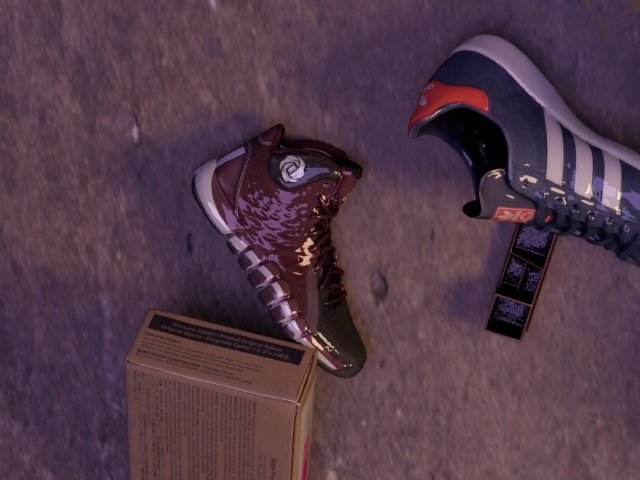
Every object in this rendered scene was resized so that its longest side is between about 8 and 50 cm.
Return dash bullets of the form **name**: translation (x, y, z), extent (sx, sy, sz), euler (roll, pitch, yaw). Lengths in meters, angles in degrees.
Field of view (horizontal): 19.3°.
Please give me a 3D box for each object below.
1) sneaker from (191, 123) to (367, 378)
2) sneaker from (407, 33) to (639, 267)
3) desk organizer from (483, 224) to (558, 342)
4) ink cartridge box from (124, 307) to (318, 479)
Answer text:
- **sneaker**: translation (0.000, 0.000, 2.000), extent (0.162, 0.106, 0.281), euler (-35, 93, 15)
- **sneaker**: translation (0.235, -0.045, 1.893), extent (0.350, 0.148, 0.131), euler (40, 152, 8)
- **desk organizer**: translation (0.213, 0.038, 1.986), extent (0.047, 0.050, 0.130), euler (18, 107, 8)
- **ink cartridge box**: translation (-0.107, 0.198, 2.030), extent (0.193, 0.088, 0.234), euler (13, 135, 9)
